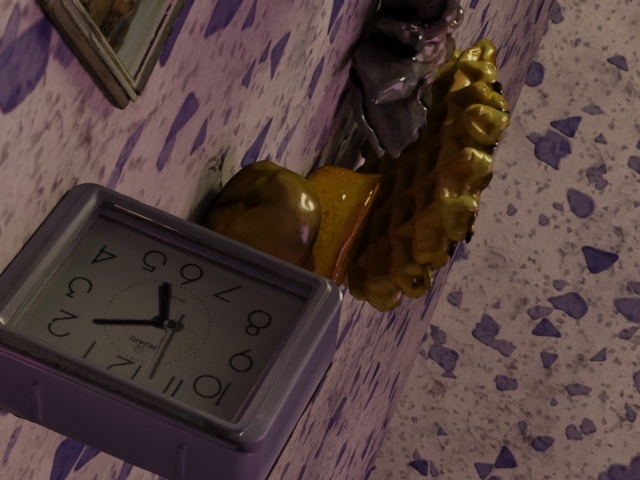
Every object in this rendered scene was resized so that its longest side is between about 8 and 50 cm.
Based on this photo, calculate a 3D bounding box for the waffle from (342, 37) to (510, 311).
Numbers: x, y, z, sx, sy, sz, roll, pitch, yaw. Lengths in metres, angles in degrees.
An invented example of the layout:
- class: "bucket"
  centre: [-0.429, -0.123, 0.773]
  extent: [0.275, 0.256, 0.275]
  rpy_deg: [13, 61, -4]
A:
- class: "waffle"
  centre: [0.101, -0.064, 1.939]
  extent: [0.329, 0.062, 0.329]
  rpy_deg: [-49, -152, 38]

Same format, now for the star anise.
- class: "star anise"
  centre: [0.091, -0.194, 1.809]
  extent: [0.229, 0.093, 0.236]
  rpy_deg: [-57, 168, -46]

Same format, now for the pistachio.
- class: "pistachio"
  centre: [-0.055, 0.000, 1.494]
  extent: [0.110, 0.100, 0.189]
  rpy_deg: [-40, 173, -14]

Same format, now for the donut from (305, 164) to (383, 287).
- class: "donut"
  centre: [-0.001, 0.001, 1.842]
  extent: [0.190, 0.075, 0.174]
  rpy_deg: [77, 37, -82]

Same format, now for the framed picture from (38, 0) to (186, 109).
- class: "framed picture"
  centre: [-0.078, -0.222, 1.062]
  extent: [0.217, 0.017, 0.274]
  rpy_deg: [61, 53, -79]

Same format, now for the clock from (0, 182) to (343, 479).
- class: "clock"
  centre: [-0.100, 0.062, 1.096]
  extent: [0.073, 0.193, 0.144]
  rpy_deg: [100, 15, -47]
